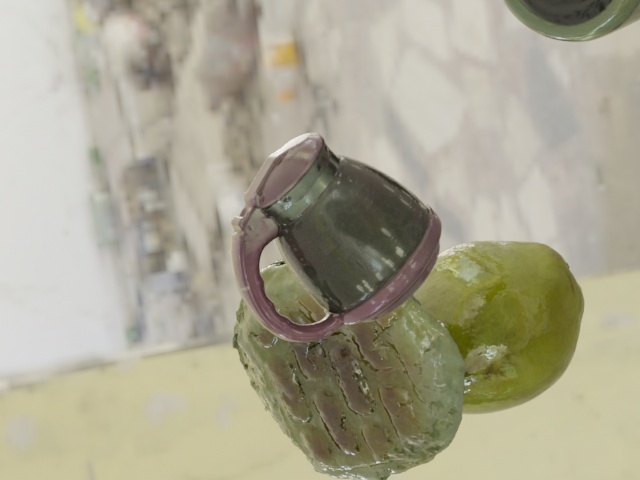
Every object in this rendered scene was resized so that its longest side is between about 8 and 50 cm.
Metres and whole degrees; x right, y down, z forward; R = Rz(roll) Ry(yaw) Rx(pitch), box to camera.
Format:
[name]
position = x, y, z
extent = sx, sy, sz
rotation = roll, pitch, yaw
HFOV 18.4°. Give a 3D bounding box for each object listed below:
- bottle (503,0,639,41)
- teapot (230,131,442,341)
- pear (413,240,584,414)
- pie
[bottle]
position = 0.309, -0.308, 1.965
extent = 0.168, 0.347, 0.168
rotation = 11, 112, 29
[teapot]
position = 0.001, -0.005, 1.520
extent = 0.146, 0.148, 0.116
rotation = 44, -163, -19
[pear]
position = 0.194, 0.106, 2.378
extent = 0.212, 0.269, 0.212
rotation = 55, 169, 16
[pie]
position = 0.027, 0.138, 2.151
extent = 0.306, 0.071, 0.306
rotation = 15, 127, 22
